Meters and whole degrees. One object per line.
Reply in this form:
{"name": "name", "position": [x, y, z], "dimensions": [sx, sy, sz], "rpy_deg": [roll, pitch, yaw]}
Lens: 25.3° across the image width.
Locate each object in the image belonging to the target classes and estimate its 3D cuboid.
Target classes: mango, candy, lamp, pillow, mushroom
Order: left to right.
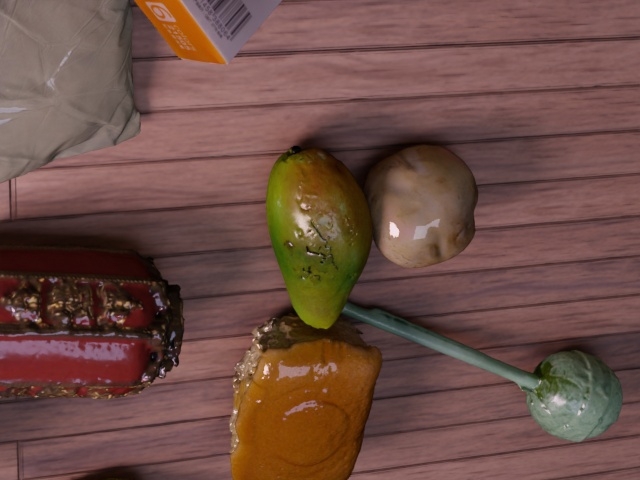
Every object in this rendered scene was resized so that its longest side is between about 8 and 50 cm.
{"name": "pillow", "position": [-0.301, -0.168, 1.386], "dimensions": [0.274, 0.076, 0.280], "rpy_deg": [-23, 139, -26]}
{"name": "lamp", "position": [-0.290, 0.089, 1.556], "dimensions": [0.274, 0.177, 0.177], "rpy_deg": [2, 121, -21]}
{"name": "mango", "position": [0.000, 0.000, 1.625], "dimensions": [0.111, 0.125, 0.233], "rpy_deg": [-15, 121, -16]}
{"name": "mushroom", "position": [0.116, -0.040, 1.649], "dimensions": [0.148, 0.148, 0.112], "rpy_deg": [-13, 165, -11]}
{"name": "candy", "position": [0.202, 0.155, 1.827], "dimensions": [0.440, 0.119, 0.119], "rpy_deg": [21, 113, -23]}

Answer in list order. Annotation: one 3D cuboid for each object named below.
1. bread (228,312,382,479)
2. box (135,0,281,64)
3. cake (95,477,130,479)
{"name": "bread", "position": [-0.025, 0.205, 1.748], "dimensions": [0.174, 0.121, 0.245], "rpy_deg": [6, 120, -14]}
{"name": "box", "position": [-0.117, -0.334, 1.338], "dimensions": [0.221, 0.091, 0.274], "rpy_deg": [-51, 129, -20]}
{"name": "cake", "position": [-0.268, 0.429, 1.792], "dimensions": [0.179, 0.156, 0.260], "rpy_deg": [-17, 122, 11]}
